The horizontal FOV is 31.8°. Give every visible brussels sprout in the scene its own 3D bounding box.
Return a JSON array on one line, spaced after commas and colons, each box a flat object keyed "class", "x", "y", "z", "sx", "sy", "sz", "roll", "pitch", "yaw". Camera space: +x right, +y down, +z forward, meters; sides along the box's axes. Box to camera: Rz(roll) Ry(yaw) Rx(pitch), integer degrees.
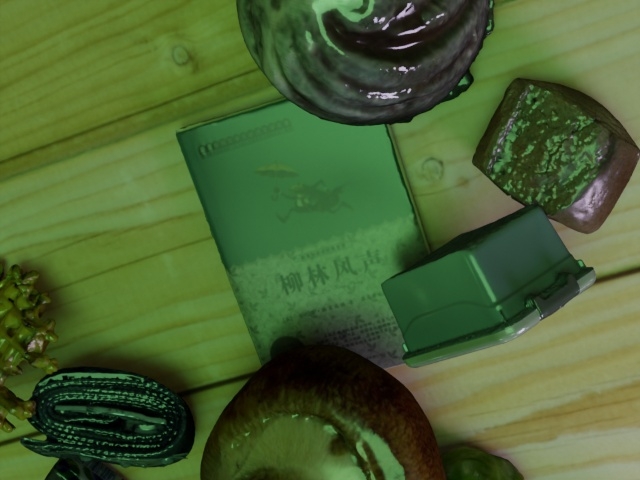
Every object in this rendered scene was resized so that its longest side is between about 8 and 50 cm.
[{"class": "brussels sprout", "x": 0.197, "y": 0.349, "z": 1.438, "sx": 0.151, "sy": 0.122, "sz": 0.149, "roll": 17, "pitch": 108, "yaw": 4}]

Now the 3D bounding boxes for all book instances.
[{"class": "book", "x": 0.000, "y": 0.000, "z": 1.410, "sx": 0.264, "sy": 0.031, "sz": 0.380, "roll": -17, "pitch": 104, "yaw": 14}]

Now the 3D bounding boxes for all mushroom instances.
[{"class": "mushroom", "x": -0.009, "y": 0.313, "z": 1.372, "sx": 0.345, "sy": 0.259, "sz": 0.346, "roll": 13, "pitch": 117, "yaw": 27}]

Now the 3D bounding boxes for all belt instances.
[{"class": "belt", "x": -0.274, "y": 0.240, "z": 1.502, "sx": 0.218, "sy": 0.128, "sz": 0.122, "roll": 6, "pitch": 72, "yaw": 7}]

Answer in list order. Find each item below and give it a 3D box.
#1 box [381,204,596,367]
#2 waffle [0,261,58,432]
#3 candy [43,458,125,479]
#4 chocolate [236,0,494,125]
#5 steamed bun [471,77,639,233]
[{"class": "box", "x": 0.185, "y": 0.058, "z": 1.287, "sx": 0.130, "sy": 0.162, "sz": 0.227, "roll": 61, "pitch": 148, "yaw": 0}, {"class": "waffle", "x": -0.443, "y": 0.146, "z": 1.480, "sx": 0.228, "sy": 0.051, "sz": 0.232, "roll": -24, "pitch": 65, "yaw": 23}, {"class": "candy", "x": -0.249, "y": 0.405, "z": 1.563, "sx": 0.312, "sy": 0.088, "sz": 0.061, "roll": 39, "pitch": 110, "yaw": -3}, {"class": "chocolate", "x": 0.043, "y": -0.264, "z": 1.205, "sx": 0.303, "sy": 0.213, "sz": 0.303, "roll": 2, "pitch": 101, "yaw": 9}, {"class": "steamed bun", "x": 0.271, "y": -0.099, "z": 1.284, "sx": 0.175, "sy": 0.106, "sz": 0.145, "roll": 30, "pitch": 111, "yaw": 3}]
